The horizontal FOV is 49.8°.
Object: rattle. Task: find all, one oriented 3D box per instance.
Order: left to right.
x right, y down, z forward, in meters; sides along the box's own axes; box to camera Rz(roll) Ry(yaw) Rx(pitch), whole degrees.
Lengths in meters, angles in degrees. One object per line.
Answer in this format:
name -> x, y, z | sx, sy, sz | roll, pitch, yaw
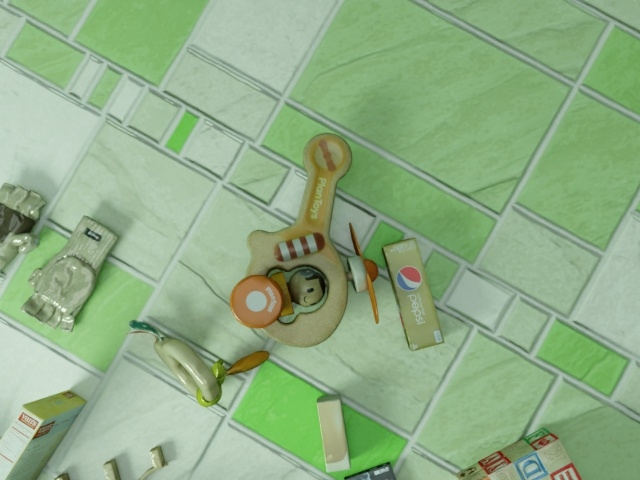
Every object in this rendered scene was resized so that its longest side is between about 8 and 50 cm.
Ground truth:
rattle -> -0.210, 0.169, 1.155 | 0.200, 0.130, 0.143 | 37, 76, 30

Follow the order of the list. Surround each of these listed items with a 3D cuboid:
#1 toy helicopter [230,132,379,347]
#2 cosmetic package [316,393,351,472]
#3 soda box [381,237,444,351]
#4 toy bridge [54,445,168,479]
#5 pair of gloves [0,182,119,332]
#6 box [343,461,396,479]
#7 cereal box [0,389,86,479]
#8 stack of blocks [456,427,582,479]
toy helicopter -> 0.000, 0.000, 1.127 | 0.235, 0.140, 0.354 | 12, 84, 0
cosmetic package -> 0.022, 0.318, 1.142 | 0.041, 0.060, 0.115 | -9, 85, 1
soda box -> 0.153, 0.089, 1.151 | 0.058, 0.061, 0.181 | -14, 86, 1
toy bridge -> -0.348, 0.403, 1.162 | 0.188, 0.026, 0.063 | -16, 89, 0
pair of gloves -> -0.491, 0.027, 1.183 | 0.240, 0.042, 0.204 | 24, 84, 1
box -> 0.089, 0.417, 1.153 | 0.083, 0.018, 0.067 | -19, 86, 0
cereal box -> -0.484, 0.358, 1.096 | 0.047, 0.173, 0.240 | 32, 87, 4
stack of blocks -> 0.368, 0.480, 1.108 | 0.171, 0.087, 0.297 | -28, 86, 0
